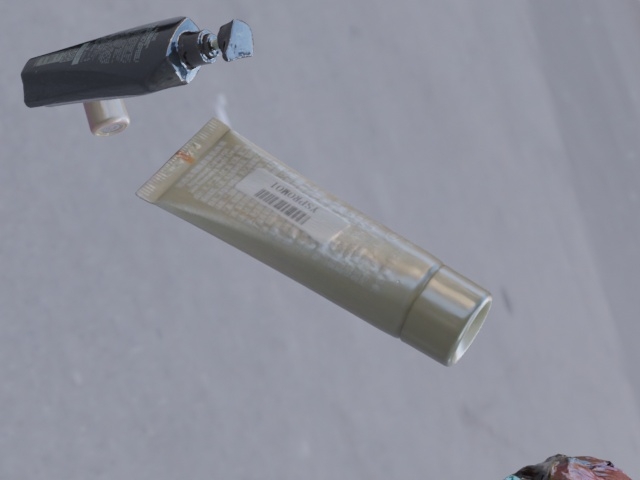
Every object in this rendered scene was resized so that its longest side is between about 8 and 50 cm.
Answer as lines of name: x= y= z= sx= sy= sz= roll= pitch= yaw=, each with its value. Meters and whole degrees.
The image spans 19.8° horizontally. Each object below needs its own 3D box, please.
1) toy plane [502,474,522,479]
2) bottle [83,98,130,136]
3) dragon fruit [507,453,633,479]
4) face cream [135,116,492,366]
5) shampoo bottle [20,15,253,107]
toy plane: x=0.192 y=0.354 z=1.439 sx=0.155 sy=0.106 sz=0.382 roll=18 pitch=45 yaw=-41
bottle: x=-0.243 y=-0.164 z=2.010 sx=0.045 sy=0.045 sz=0.096 roll=22 pitch=47 yaw=-68
dragon fruit: x=0.214 y=0.265 z=1.712 sx=0.148 sy=0.223 sz=0.218 roll=60 pitch=-14 yaw=-18
face cream: x=0.000 y=0.000 z=1.750 sx=0.137 sy=0.341 sz=0.084 roll=-48 pitch=163 yaw=-38
shampoo bottle: x=-0.093 y=-0.090 z=0.921 sx=0.027 sy=0.137 sz=0.048 roll=53 pitch=44 yaw=-35
